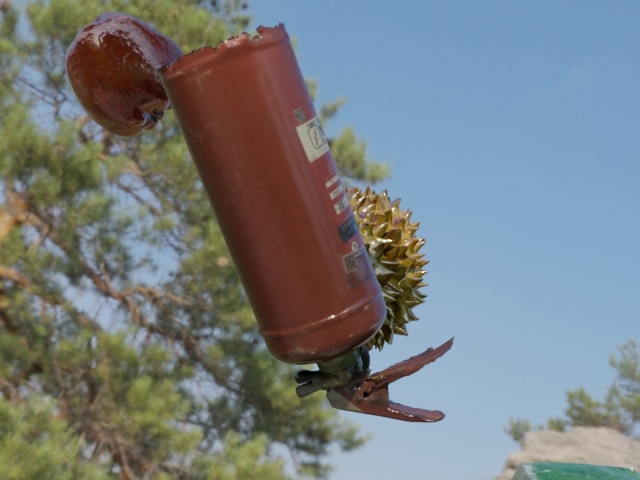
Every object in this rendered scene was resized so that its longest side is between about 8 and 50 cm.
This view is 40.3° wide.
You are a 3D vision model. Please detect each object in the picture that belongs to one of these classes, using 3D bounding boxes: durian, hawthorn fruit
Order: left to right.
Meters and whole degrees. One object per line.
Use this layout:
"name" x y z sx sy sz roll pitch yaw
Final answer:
"hawthorn fruit" -0.230 -0.194 1.012 0.138 0.133 0.133 53 -29 -5
"durian" 0.046 0.009 1.116 0.153 0.261 0.186 -29 -30 15

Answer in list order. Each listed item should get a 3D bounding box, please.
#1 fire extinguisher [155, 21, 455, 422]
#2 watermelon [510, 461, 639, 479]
"fire extinguisher" 0.000 0.000 0.680 0.147 0.106 0.337 -16 -78 25
"watermelon" 0.248 0.371 0.937 0.151 0.302 0.264 34 19 -4
